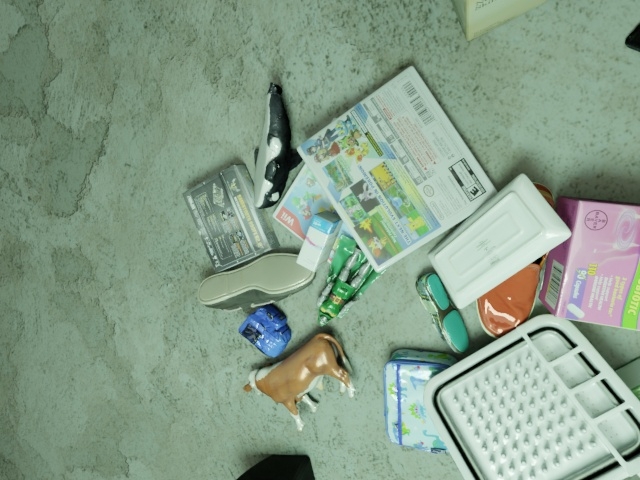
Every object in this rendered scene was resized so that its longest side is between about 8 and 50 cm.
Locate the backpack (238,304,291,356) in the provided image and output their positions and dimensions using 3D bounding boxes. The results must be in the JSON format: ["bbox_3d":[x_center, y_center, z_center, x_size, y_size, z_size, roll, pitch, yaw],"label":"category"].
[{"bbox_3d":[-0.132,0.232,1.042,0.120,0.098,0.101,41,107,10],"label":"backpack"}]

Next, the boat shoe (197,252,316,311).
[{"bbox_3d":[-0.155,0.113,1.044,0.334,0.095,0.112,-14,59,18],"label":"boat shoe"}]

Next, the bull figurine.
[{"bbox_3d":[-0.053,0.360,1.036,0.310,0.101,0.188,-40,90,25],"label":"bull figurine"}]

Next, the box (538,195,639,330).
[{"bbox_3d":[0.556,0.042,0.732,0.242,0.117,0.214,8,102,12],"label":"box"}]

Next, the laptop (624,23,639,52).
[{"bbox_3d":[0.823,-0.345,0.631,0.382,0.236,0.408,-52,52,20],"label":"laptop"}]

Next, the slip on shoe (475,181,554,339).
[{"bbox_3d":[0.390,0.050,0.816,0.122,0.101,0.332,13,105,16],"label":"slip on shoe"}]

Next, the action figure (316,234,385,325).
[{"bbox_3d":[0.055,0.115,0.971,0.137,0.063,0.232,29,113,-1],"label":"action figure"}]

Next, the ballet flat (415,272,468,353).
[{"bbox_3d":[0.267,0.161,0.907,0.070,0.070,0.189,-23,87,22],"label":"ballet flat"}]

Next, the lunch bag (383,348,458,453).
[{"bbox_3d":[0.232,0.370,0.939,0.175,0.090,0.219,2,99,23],"label":"lunch bag"}]

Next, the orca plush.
[{"bbox_3d":[-0.093,-0.217,0.973,0.151,0.102,0.288,-177,89,-65],"label":"orca plush"}]

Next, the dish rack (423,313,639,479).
[{"bbox_3d":[0.399,0.334,0.776,0.332,0.072,0.286,-32,58,6],"label":"dish rack"}]

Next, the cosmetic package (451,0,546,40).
[{"bbox_3d":[0.292,-0.452,0.649,0.160,0.309,0.113,-21,92,22],"label":"cosmetic package"}]

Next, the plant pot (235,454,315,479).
[{"bbox_3d":[-0.102,0.678,1.073,0.187,0.167,0.188,-12,95,21],"label":"plant pot"}]

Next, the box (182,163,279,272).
[{"bbox_3d":[-0.232,-0.055,1.049,0.182,0.056,0.231,-23,91,21],"label":"box"}]

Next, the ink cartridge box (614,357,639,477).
[{"bbox_3d":[0.641,0.361,0.784,0.154,0.093,0.212,-41,86,21],"label":"ink cartridge box"}]

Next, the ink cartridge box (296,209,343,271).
[{"bbox_3d":[0.000,0.000,0.928,0.052,0.088,0.123,25,108,14],"label":"ink cartridge box"}]

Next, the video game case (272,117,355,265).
[{"bbox_3d":[0.036,-0.110,0.958,0.204,0.025,0.285,39,110,10],"label":"video game case"}]

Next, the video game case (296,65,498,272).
[{"bbox_3d":[0.158,-0.147,0.870,0.299,0.036,0.329,-33,88,10],"label":"video game case"}]

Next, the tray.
[{"bbox_3d":[0.325,0.011,0.797,0.270,0.030,0.145,-50,55,40],"label":"tray"}]
